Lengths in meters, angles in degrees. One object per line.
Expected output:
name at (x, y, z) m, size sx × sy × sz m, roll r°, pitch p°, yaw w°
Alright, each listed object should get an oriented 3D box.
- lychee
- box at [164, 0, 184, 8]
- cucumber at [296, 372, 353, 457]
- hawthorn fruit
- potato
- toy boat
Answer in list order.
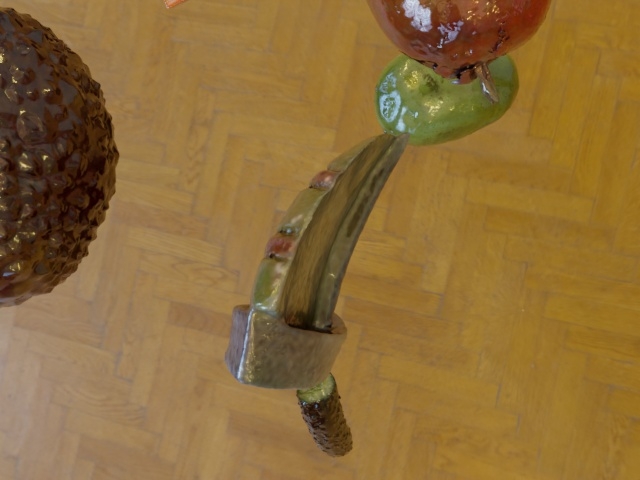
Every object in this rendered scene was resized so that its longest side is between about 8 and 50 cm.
lychee at (-0.297, -0.068, 0.625) m, size 0.261 × 0.260 × 0.260 m, roll -1°, pitch 84°, yaw 15°
box at (-0.307, -0.725, 1.726) m, size 0.273 × 0.048 × 0.265 m, roll -18°, pitch 106°, yaw 28°
cucumber at (0.014, 0.335, 1.342) m, size 0.072 × 0.303 × 0.081 m, roll 13°, pitch 55°, yaw 21°
hawthorn fruit at (0.192, -0.332, 0.982) m, size 0.276 × 0.276 × 0.307 m, roll -16°, pitch 93°, yaw 13°
potato at (0.261, -0.311, 1.530) m, size 0.304 × 0.216 × 0.216 m, roll -12°, pitch 82°, yaw 1°
toy boat at (-0.013, 0.028, 0.765) m, size 0.111 × 0.276 × 0.293 m, roll 19°, pitch 108°, yaw 16°
